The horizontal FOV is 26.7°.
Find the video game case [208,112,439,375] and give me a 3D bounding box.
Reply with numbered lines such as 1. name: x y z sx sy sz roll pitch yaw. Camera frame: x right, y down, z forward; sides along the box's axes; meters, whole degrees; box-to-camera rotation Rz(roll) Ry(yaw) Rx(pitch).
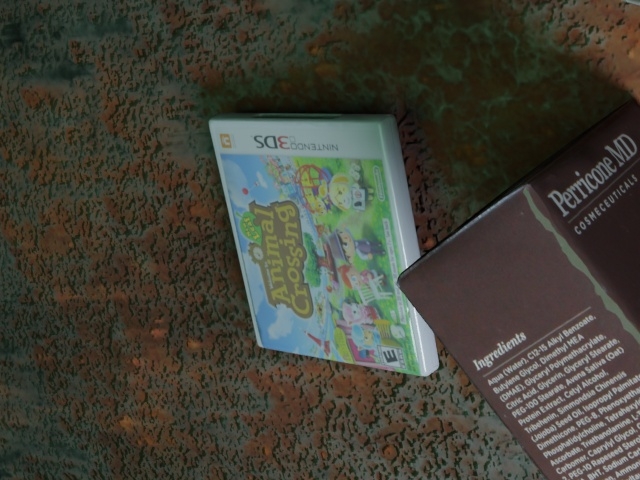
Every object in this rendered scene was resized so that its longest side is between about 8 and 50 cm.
1. video game case: 0.000 0.000 1.103 0.193 0.023 0.212 6 114 43

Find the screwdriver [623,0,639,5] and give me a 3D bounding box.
1. screwdriver: 0.275 -0.141 0.887 0.170 0.024 0.025 29 96 29

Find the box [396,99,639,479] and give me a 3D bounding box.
1. box: 0.248 0.111 0.912 0.381 0.191 0.143 51 130 3
